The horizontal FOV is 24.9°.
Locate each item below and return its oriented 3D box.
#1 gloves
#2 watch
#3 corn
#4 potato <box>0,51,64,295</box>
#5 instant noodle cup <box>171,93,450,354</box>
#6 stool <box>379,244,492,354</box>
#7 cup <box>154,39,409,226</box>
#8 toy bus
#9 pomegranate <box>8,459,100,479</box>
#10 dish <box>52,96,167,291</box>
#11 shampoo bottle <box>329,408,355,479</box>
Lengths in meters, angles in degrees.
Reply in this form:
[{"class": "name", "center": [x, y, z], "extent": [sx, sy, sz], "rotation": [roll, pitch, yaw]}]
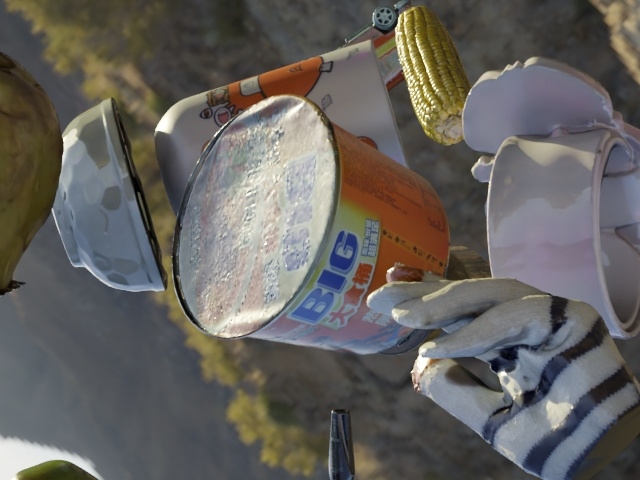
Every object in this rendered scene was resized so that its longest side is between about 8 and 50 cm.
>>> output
[{"class": "gloves", "center": [0.144, 0.084, 1.121], "extent": [0.218, 0.131, 0.140], "rotation": [49, 169, 25]}, {"class": "watch", "center": [0.217, -0.028, 1.375], "extent": [0.196, 0.231, 0.244], "rotation": [-4, 125, 28]}, {"class": "corn", "center": [0.125, -0.183, 1.587], "extent": [0.072, 0.072, 0.203], "rotation": [49, -162, -42]}, {"class": "potato", "center": [-0.399, -0.079, 1.392], "extent": [0.289, 0.237, 0.301], "rotation": [2, -175, -23]}, {"class": "instant noodle cup", "center": [0.000, 0.000, 1.657], "extent": [0.214, 0.296, 0.296], "rotation": [21, -172, -37]}, {"class": "stool", "center": [0.174, 0.097, 2.463], "extent": [0.179, 0.179, 0.264], "rotation": [40, -162, 23]}, {"class": "cup", "center": [-0.052, -0.123, 1.960], "extent": [0.212, 0.317, 0.212], "rotation": [-17, -90, -85]}, {"class": "toy bus", "center": [0.067, -0.294, 2.464], "extent": [0.120, 0.265, 0.121], "rotation": [55, -179, 4]}, {"class": "pomegranate", "center": [-0.418, 0.418, 2.238], "extent": [0.180, 0.180, 0.210], "rotation": [46, 165, -25]}, {"class": "dish", "center": [-0.297, -0.048, 1.963], "extent": [0.303, 0.120, 0.303], "rotation": [164, 90, -85]}, {"class": "shampoo bottle", "center": [0.031, 0.312, 2.081], "extent": [0.027, 0.137, 0.048], "rotation": [-5, -174, -40]}]
